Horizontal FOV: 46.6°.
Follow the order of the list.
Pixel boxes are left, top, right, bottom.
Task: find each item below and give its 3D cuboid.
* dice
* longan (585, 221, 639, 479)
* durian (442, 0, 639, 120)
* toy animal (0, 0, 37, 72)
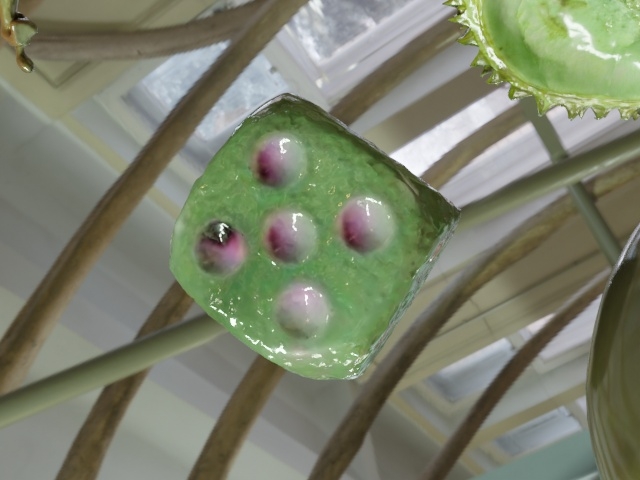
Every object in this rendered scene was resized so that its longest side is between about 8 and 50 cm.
[{"bbox_3d":[0.000,0.000,1.091,0.330,0.318,0.322,36,-172,9],"label":"dice"},{"bbox_3d":[0.308,0.073,0.325,0.361,0.361,0.361,50,-160,-25],"label":"longan"},{"bbox_3d":[0.298,-0.230,0.766,0.395,0.198,0.163,27,-131,2],"label":"durian"},{"bbox_3d":[-0.362,-0.363,0.824,0.097,0.312,0.157,-6,-137,-39],"label":"toy animal"}]
